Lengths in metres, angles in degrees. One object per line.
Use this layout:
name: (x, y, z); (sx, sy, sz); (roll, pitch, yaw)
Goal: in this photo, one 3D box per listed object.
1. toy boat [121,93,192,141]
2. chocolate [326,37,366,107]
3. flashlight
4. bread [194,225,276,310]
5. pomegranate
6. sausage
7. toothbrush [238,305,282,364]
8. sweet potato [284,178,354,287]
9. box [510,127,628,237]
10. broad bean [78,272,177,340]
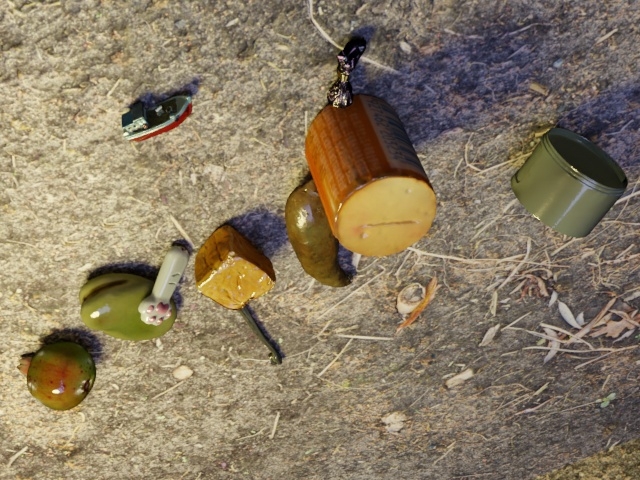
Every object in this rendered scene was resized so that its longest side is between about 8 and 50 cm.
toy boat: (-0.342, -0.260, 1.916); (0.173, 0.069, 0.059); (-19, 141, 11)
chocolate: (0.052, -0.356, 1.936); (0.070, 0.072, 0.147); (24, 124, 20)
flashlight: (-0.367, 0.108, 2.200); (0.093, 0.047, 0.200); (22, 93, -53)
bread: (-0.207, 0.067, 2.194); (0.143, 0.149, 0.158); (-41, 128, 18)
pomegranate: (-0.674, 0.333, 2.327); (0.210, 0.180, 0.180); (15, 137, 22)
sausage: (0.105, -0.143, 1.982); (0.233, 0.287, 0.233); (-10, 135, -10)
toothbrush: (-0.169, 0.242, 2.440); (0.030, 0.030, 0.297); (-15, 134, 14)
sweet potato: (-0.004, 0.004, 2.206); (0.130, 0.130, 0.422); (-16, 141, 1)
box: (0.577, -0.137, 2.138); (0.226, 0.226, 0.149); (15, 126, -25)
broad bean: (-0.468, 0.164, 2.256); (0.189, 0.121, 0.263); (-42, 143, 15)
